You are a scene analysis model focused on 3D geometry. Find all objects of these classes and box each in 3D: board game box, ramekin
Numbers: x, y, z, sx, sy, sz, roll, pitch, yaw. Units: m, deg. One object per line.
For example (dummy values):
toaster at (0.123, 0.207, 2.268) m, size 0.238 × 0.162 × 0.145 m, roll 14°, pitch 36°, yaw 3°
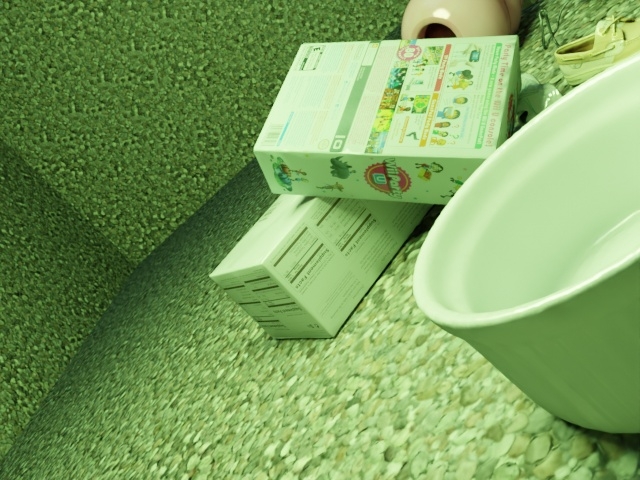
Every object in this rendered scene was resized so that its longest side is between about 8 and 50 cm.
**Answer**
board game box at (0.095, -0.161, 0.945) m, size 0.303 × 0.098 × 0.224 m, roll 4°, pitch 54°, yaw 22°
ramekin at (0.212, -0.003, 0.500) m, size 0.277 × 0.135 × 0.277 m, roll -42°, pitch 15°, yaw 13°

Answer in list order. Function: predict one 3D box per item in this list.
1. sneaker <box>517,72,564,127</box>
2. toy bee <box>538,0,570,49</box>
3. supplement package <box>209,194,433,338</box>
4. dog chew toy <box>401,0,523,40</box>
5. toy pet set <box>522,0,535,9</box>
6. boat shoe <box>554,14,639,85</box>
sneaker at (0.288, -0.190, 0.992) m, size 0.061 × 0.053 × 0.152 m, roll -44°, pitch 14°, yaw 13°
toy bee at (0.446, -0.455, 1.168) m, size 0.162 × 0.299 × 0.195 m, roll -4°, pitch -3°, yaw 27°
supplement package at (0.000, 0.000, 1.060) m, size 0.262 × 0.145 × 0.204 m, roll -50°, pitch 16°, yaw -24°
dog chew toy at (0.297, -0.439, 1.409) m, size 0.206 × 0.207 × 0.332 m, roll -28°, pitch 13°, yaw 48°
toy pet set at (0.451, -0.559, 1.565) m, size 0.114 × 0.065 × 0.122 m, roll -49°, pitch 14°, yaw -19°
boat shoe at (0.374, -0.257, 0.929) m, size 0.170 × 0.059 × 0.063 m, roll -23°, pitch 25°, yaw 55°
